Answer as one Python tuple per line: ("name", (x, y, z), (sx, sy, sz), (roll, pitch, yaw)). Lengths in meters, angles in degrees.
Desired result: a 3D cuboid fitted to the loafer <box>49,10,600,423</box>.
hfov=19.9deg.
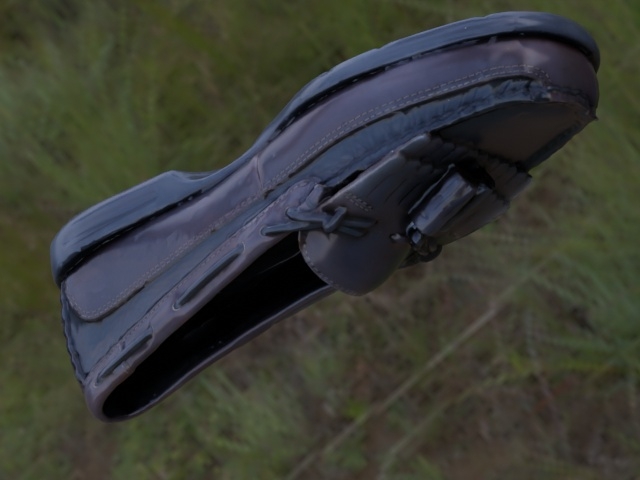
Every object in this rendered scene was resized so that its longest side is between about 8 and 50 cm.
("loafer", (0.000, 0.000, 0.810), (0.302, 0.109, 0.095), (-24, 59, 35))
